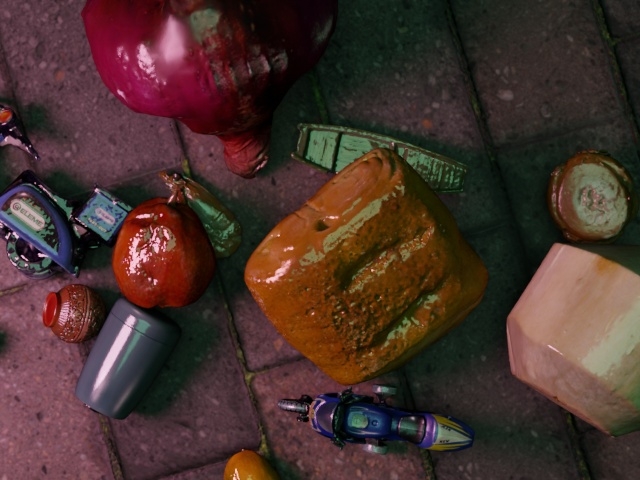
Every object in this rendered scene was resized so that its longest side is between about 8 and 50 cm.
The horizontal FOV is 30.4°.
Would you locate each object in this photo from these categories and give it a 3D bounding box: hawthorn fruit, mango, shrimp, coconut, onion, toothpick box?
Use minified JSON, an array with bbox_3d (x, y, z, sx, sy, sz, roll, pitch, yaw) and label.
[{"bbox_3d":[-0.254,0.021,1.896,0.174,0.173,0.179,-22,98,-2],"label":"hawthorn fruit"},{"bbox_3d":[-0.100,0.431,1.925,0.098,0.075,0.190,-17,87,-6],"label":"mango"},{"bbox_3d":[-0.205,-0.048,1.962,0.091,0.043,0.184,-37,90,1],"label":"shrimp"},{"bbox_3d":[0.456,0.137,1.846,0.323,0.323,0.322,0,88,-1],"label":"coconut"},{"bbox_3d":[-0.143,-0.279,1.843,0.399,0.398,0.420,-18,114,-1],"label":"onion"},{"bbox_3d":[-0.317,0.195,1.914,0.120,0.120,0.184,29,91,1],"label":"toothpick box"}]

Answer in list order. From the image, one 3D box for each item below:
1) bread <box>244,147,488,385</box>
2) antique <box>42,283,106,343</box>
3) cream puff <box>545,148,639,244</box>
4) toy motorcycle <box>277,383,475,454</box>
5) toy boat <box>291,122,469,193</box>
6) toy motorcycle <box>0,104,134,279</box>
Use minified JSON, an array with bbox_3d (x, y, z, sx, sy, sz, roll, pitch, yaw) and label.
[{"bbox_3d":[0.079,0.064,1.848,0.328,0.148,0.337,-38,119,-2],"label":"bread"},{"bbox_3d":[-0.398,0.120,1.925,0.104,0.104,0.104,0,88,-1],"label":"antique"},{"bbox_3d":[0.446,-0.069,1.935,0.150,0.115,0.165,10,97,6],"label":"cream puff"},{"bbox_3d":[0.086,0.290,1.889,0.316,0.169,0.113,9,86,0],"label":"toy motorcycle"},{"bbox_3d":[0.099,-0.130,1.963,0.293,0.055,0.093,13,87,0],"label":"toy boat"},{"bbox_3d":[-0.495,-0.083,1.927,0.359,0.125,0.212,36,79,-2],"label":"toy motorcycle"}]
